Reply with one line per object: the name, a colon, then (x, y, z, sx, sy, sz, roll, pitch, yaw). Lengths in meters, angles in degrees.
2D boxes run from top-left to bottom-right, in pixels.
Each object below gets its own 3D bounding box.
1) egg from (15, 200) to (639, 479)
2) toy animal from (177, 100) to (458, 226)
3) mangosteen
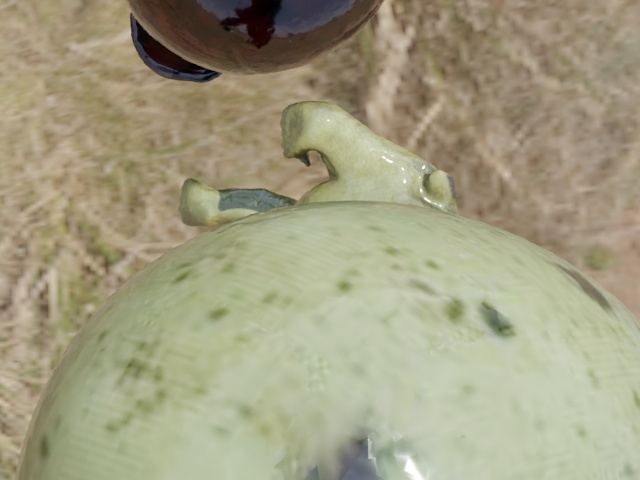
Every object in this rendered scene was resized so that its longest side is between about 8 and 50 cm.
egg: (0.020, 0.074, 0.563, 0.228, 0.177, 0.177, -11, 94, -44)
toy animal: (0.000, 0.000, 1.035, 0.101, 0.219, 0.103, 7, 68, -30)
mangosteen: (-0.043, -0.176, 1.173, 0.200, 0.200, 0.200, 1, 87, -31)
